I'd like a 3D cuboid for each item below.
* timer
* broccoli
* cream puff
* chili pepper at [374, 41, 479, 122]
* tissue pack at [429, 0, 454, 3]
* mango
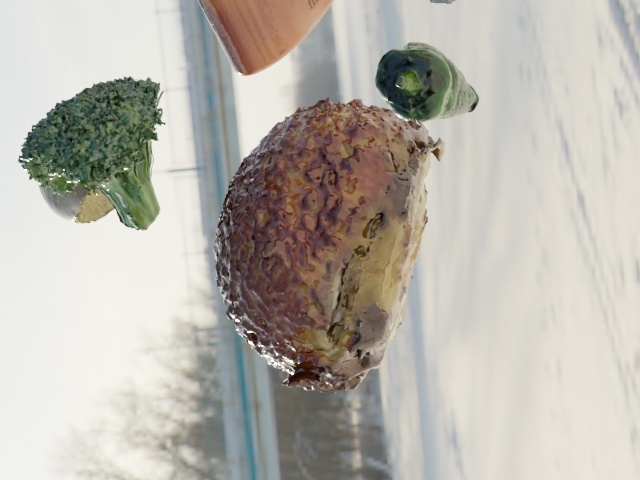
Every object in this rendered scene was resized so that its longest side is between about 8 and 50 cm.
[{"bbox_3d":[-0.091,-0.408,1.894,0.250,0.161,0.257,-61,-26,-19],"label":"timer"},{"bbox_3d":[-0.263,-0.092,1.542,0.194,0.220,0.194,-8,-90,-66],"label":"broccoli"},{"bbox_3d":[-0.001,0.001,1.400,0.350,0.229,0.350,12,-90,-83],"label":"cream puff"},{"bbox_3d":[0.142,-0.220,1.738,0.136,0.099,0.270,54,-166,2],"label":"chili pepper"},{"bbox_3d":[0.135,-0.294,1.301,0.035,0.063,0.083,14,124,45],"label":"tissue pack"},{"bbox_3d":[-0.399,-0.129,2.091,0.167,0.130,0.262,53,151,6],"label":"mango"}]
